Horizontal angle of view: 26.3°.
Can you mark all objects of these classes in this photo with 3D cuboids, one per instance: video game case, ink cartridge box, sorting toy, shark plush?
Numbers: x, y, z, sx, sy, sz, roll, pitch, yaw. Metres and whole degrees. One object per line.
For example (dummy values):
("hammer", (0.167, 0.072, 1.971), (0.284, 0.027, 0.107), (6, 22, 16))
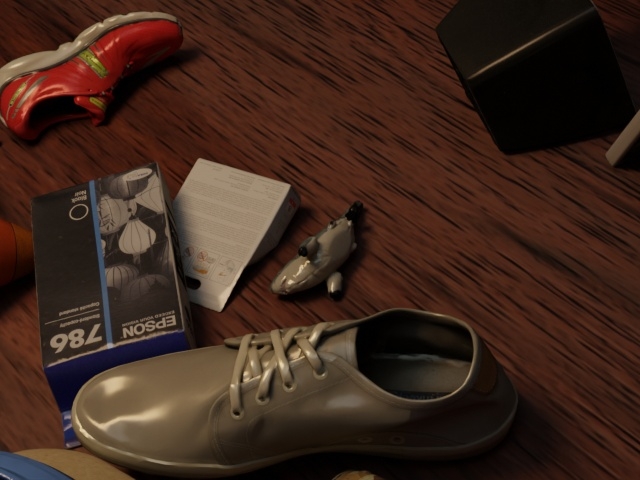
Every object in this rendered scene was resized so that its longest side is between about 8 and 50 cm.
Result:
("video game case", (0.415, -0.158, 1.525), (0.173, 0.190, 0.022), (-28, 78, -11))
("ink cartridge box", (-0.124, -0.002, 1.643), (0.145, 0.045, 0.179), (17, 71, 30))
("sorting toy", (-0.422, -0.054, 1.754), (0.126, 0.127, 0.365), (-1, 34, -27))
("shark plush", (0.000, 0.000, 1.581), (0.067, 0.073, 0.161), (-17, 38, 47))
("ink cartridge box", (-0.235, 0.064, 1.553), (0.165, 0.065, 0.332), (-16, 51, 0))

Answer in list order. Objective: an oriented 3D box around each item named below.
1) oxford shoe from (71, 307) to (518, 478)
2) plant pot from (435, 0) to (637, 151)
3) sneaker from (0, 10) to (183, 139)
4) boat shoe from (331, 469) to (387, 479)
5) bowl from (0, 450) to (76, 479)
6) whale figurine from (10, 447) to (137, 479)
("oxford shoe", (-0.031, 0.141, 1.365), (0.449, 0.130, 0.169), (-3, 45, 7))
("plant pot", (0.248, -0.218, 1.644), (0.167, 0.188, 0.187), (-28, 43, 7))
("sneaker", (-0.307, -0.216, 1.882), (0.279, 0.107, 0.118), (-26, 62, -5))
("boat shoe", (-0.016, 0.285, 1.296), (0.190, 0.068, 0.072), (-33, 33, -30))
("bowl", (-0.318, 0.369, 1.154), (0.391, 0.077, 0.391), (-6, 73, 21))
("whale figurine", (-0.209, 0.298, 1.294), (0.272, 0.141, 0.216), (17, 10, 8))
